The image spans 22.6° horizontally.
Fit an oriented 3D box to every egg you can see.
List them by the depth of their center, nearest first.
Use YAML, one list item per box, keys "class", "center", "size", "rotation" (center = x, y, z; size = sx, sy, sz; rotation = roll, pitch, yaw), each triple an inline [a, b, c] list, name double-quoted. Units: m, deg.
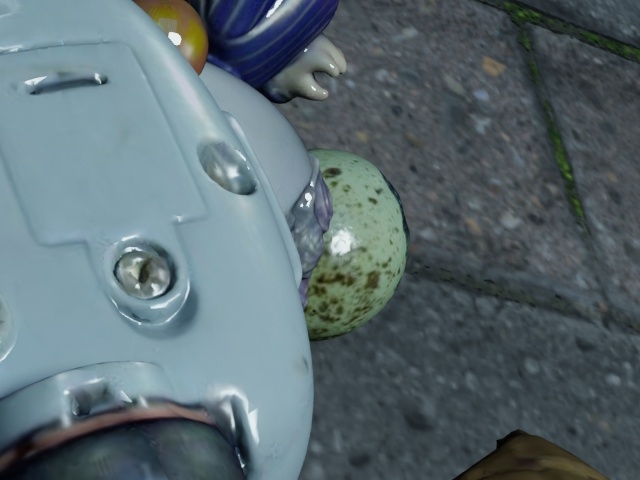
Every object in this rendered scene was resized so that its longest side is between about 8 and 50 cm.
- class: "egg"
  center: [0.000, 0.000, 0.739]
  size: [0.085, 0.085, 0.110]
  rotation: [44, 29, 3]

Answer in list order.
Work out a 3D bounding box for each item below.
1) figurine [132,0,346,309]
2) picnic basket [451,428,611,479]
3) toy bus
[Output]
- class: "figurine"
  center: [-0.046, -0.053, 0.657]
  size: [0.133, 0.194, 0.274]
  rotation: [23, 46, -4]
- class: "picnic basket"
  center: [0.074, 0.236, 0.384]
  size: [0.337, 0.293, 0.337]
  rotation: [10, 26, -5]
- class: "toy bus"
  center: [-0.155, 0.054, 0.426]
  size: [0.288, 0.232, 0.194]
  rotation: [-13, 60, -27]
